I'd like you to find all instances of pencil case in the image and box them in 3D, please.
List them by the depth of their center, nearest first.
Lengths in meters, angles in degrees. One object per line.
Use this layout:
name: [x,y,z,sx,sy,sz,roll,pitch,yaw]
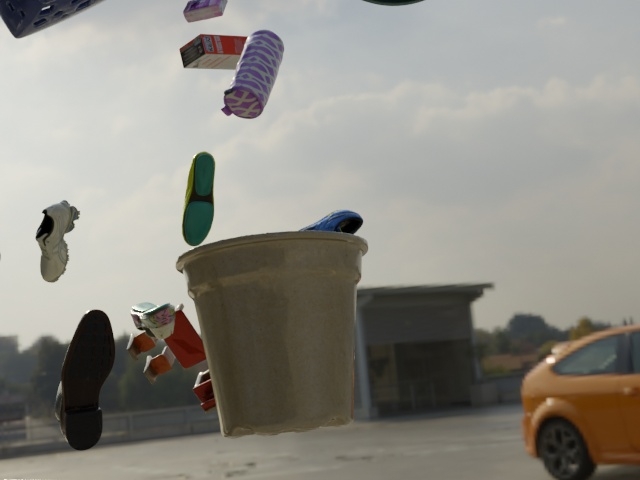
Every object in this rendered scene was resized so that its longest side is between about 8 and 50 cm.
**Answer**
pencil case: [-0.131,-0.325,1.841,0.088,0.206,0.086,-21,-53,37]

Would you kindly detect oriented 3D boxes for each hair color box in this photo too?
hair color box: [-0.234,-0.440,2.186,0.167,0.053,0.093,-10,-7,-44]

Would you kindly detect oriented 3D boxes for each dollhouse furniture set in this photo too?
dollhouse furniture set: [-0.317,0.290,2.347,0.262,0.259,0.135,-28,20,10]

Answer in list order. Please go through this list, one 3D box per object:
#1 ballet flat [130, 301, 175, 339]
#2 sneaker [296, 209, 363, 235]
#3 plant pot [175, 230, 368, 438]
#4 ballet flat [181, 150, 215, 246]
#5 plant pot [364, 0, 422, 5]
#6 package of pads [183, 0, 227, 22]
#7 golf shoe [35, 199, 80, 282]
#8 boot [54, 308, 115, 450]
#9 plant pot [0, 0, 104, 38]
ballet flat: [-0.360,0.176,2.044,0.077,0.079,0.221,-20,6,-25]
sneaker: [0.000,0.000,1.999,0.209,0.069,0.082,-33,20,-17]
plant pot: [-0.067,0.171,1.580,0.334,0.305,0.334,-6,-12,-1]
ballet flat: [-0.296,-0.101,2.262,0.077,0.231,0.077,7,1,-24]
plant pot: [0.128,-0.572,1.571,0.293,0.196,0.293,5,-50,6]
package of pads: [-0.233,-0.470,1.893,0.083,0.050,0.032,-7,-48,20]
golf shoe: [-0.546,0.004,1.872,0.069,0.176,0.086,23,17,25]
boot: [-0.381,0.207,1.465,0.082,0.219,0.106,7,5,-34]
plant pot: [-0.449,-0.508,1.570,0.236,0.236,0.212,-34,13,-27]
